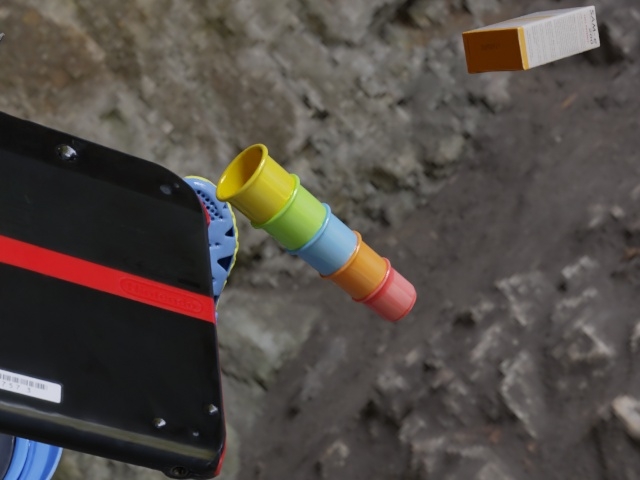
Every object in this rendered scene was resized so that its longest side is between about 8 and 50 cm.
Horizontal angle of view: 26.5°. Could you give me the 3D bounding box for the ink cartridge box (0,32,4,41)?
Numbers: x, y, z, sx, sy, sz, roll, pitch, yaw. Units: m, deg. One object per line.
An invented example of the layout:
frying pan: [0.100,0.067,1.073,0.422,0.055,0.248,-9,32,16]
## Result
ink cartridge box: [-0.616,-0.226,2.158,0.223,0.045,0.224,-54,-4,36]

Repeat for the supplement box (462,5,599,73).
supplement box: [0.171,-0.163,1.105,0.098,0.036,0.062,-21,16,-37]

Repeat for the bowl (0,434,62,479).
bowl: [-0.493,0.179,1.746,0.077,0.391,0.391,-29,17,24]

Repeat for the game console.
game console: [-0.260,0.019,1.081,0.060,0.386,0.342,-55,29,36]

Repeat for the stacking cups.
stacking cups: [0.000,0.000,1.840,0.096,0.316,0.096,-35,32,25]

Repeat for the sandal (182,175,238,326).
sandal: [-0.192,0.065,1.986,0.138,0.126,0.317,-69,-16,-78]
